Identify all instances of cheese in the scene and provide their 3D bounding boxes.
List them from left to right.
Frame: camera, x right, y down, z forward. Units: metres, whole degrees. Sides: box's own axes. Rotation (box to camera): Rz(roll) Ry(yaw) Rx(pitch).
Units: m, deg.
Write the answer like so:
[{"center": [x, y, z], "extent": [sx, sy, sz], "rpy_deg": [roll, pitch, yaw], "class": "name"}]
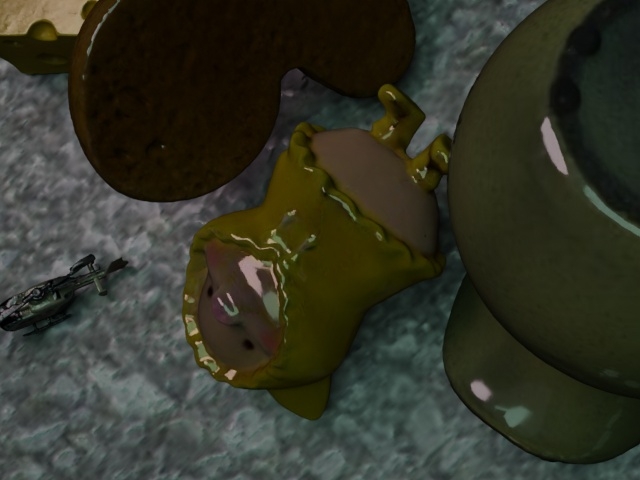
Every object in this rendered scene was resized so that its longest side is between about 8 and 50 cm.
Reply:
[{"center": [-0.148, -0.168, 0.862], "extent": [0.171, 0.093, 0.126], "rpy_deg": [23, 86, 13], "class": "cheese"}]

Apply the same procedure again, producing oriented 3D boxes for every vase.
[{"center": [0.217, -0.040, 0.696], "extent": [0.241, 0.302, 0.329], "rpy_deg": [32, 70, 14], "class": "vase"}]

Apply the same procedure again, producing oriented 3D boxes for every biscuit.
[{"center": [-0.027, -0.219, 0.778], "extent": [0.432, 0.283, 0.064], "rpy_deg": [-57, 36, -2], "class": "biscuit"}]

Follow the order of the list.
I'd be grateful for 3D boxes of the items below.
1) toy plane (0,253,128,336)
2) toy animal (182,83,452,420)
[{"center": [-0.201, 0.041, 0.862], "extent": [0.121, 0.049, 0.031], "rpy_deg": [-25, 77, -11], "class": "toy plane"}, {"center": [0.003, 0.004, 0.777], "extent": [0.156, 0.156, 0.230], "rpy_deg": [49, 114, 14], "class": "toy animal"}]
